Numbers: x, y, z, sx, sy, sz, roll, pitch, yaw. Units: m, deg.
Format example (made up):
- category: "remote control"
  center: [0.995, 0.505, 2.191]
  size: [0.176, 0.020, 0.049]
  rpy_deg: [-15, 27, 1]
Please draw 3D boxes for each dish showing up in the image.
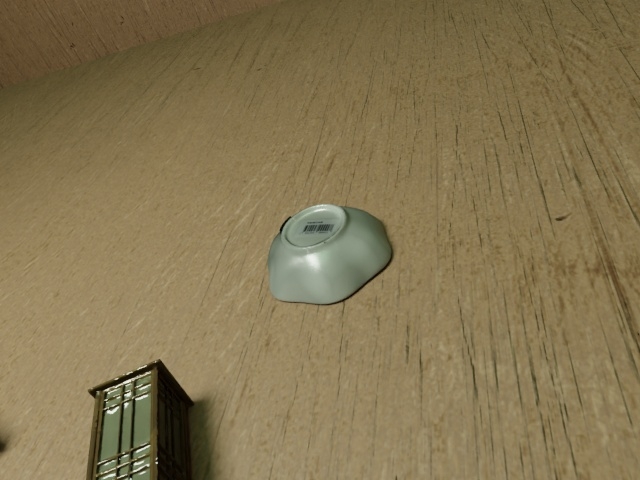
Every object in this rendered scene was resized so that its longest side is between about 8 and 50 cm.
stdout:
- category: "dish"
  center: [0.000, 0.000, 0.729]
  size: [0.191, 0.066, 0.190]
  rpy_deg: [-15, 38, 12]

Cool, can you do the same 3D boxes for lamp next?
- category: "lamp"
  center: [-0.161, 0.261, 0.473]
  size: [0.090, 0.089, 0.325]
  rpy_deg: [-22, 37, -1]
